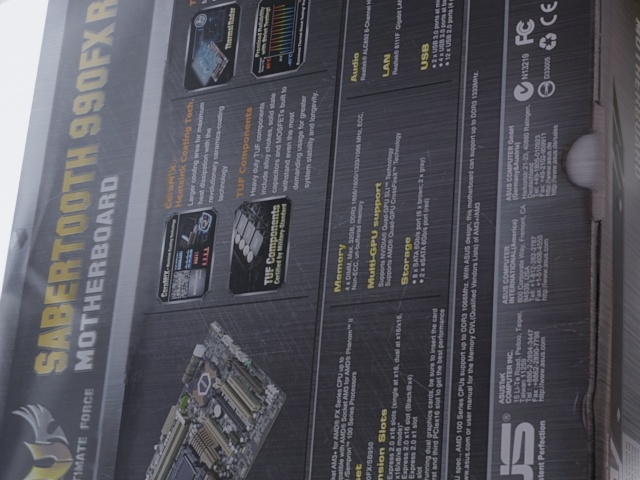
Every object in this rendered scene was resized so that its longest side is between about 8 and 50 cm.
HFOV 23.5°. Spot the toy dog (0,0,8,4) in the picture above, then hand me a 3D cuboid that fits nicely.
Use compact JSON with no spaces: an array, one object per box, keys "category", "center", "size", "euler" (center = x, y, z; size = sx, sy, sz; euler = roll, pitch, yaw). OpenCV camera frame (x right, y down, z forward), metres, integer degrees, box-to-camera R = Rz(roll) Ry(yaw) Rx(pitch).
[{"category":"toy dog","center":[0.064,-0.111,0.759],"size":[0.408,0.395,0.284],"euler":[41,-81,-16]}]

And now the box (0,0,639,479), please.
[{"category":"box","center":[0.000,0.000,0.420],"size":[0.056,0.183,0.231],"euler":[35,-126,-53]}]
